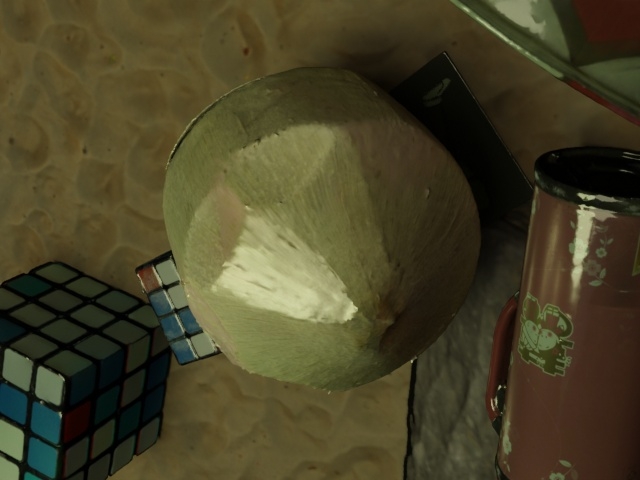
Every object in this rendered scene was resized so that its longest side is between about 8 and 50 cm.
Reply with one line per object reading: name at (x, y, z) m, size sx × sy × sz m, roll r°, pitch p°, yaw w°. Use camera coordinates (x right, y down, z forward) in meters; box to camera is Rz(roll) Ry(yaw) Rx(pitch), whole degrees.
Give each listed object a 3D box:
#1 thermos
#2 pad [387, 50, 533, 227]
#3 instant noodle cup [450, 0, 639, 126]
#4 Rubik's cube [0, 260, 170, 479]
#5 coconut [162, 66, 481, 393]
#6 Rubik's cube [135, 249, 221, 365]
thermos at (0.174, 0.103, 0.785) m, size 0.136 × 0.109 × 0.330 m, roll 14°, pitch 115°, yaw 25°
pad at (0.060, -0.044, 0.861) m, size 0.190 × 0.004 × 0.127 m, roll -34°, pitch 89°, yaw 35°
instant noodle cup at (0.172, -0.191, 0.620) m, size 0.235 × 0.235 × 0.178 m, roll 38°, pitch 112°, yaw 13°
Rubik's cube at (-0.246, 0.129, 1.012) m, size 0.154 × 0.155 × 0.151 m, roll 23°, pitch 116°, yaw 21°
coconut at (0.000, 0.000, 0.759) m, size 0.224 × 0.224 × 0.234 m, roll -67°, pitch 34°, yaw 30°
Rubik's cube at (-0.080, 0.038, 0.918) m, size 0.092 × 0.092 × 0.092 m, roll -22°, pitch 96°, yaw 33°
